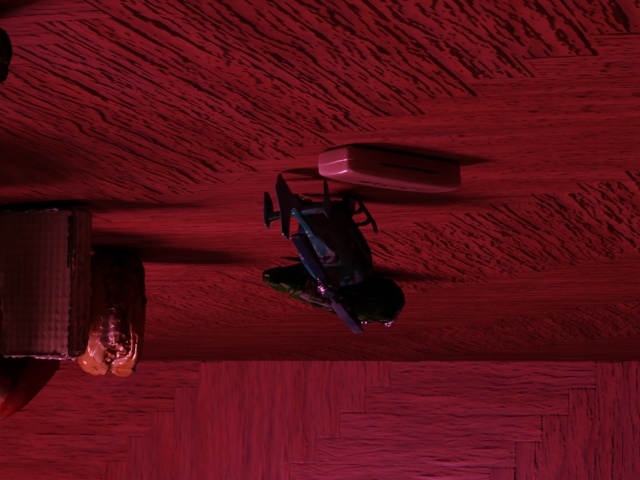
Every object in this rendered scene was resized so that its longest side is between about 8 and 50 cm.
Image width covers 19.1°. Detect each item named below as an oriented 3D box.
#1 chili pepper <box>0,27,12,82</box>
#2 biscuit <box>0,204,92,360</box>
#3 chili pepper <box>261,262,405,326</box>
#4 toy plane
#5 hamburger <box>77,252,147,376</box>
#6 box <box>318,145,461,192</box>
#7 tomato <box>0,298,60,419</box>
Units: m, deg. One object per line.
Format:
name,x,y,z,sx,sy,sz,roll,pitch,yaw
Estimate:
chili pepper,-0.259,-0.089,1.138,0.098,0.061,0.224,-41,-164,-30
biscuit,-0.325,0.044,1.838,0.250,0.147,0.046,-3,176,31
chili pepper,0.002,0.058,2.223,0.088,0.059,0.227,1,172,37
toy plane,0.000,0.000,1.677,0.060,0.096,0.235,-4,153,19
hamburger,-0.236,0.082,2.139,0.083,0.138,0.147,6,166,-9
box,0.055,-0.054,1.503,0.115,0.025,0.048,8,168,-36
tomato,-0.369,0.096,2.007,0.184,0.208,0.208,11,176,19
